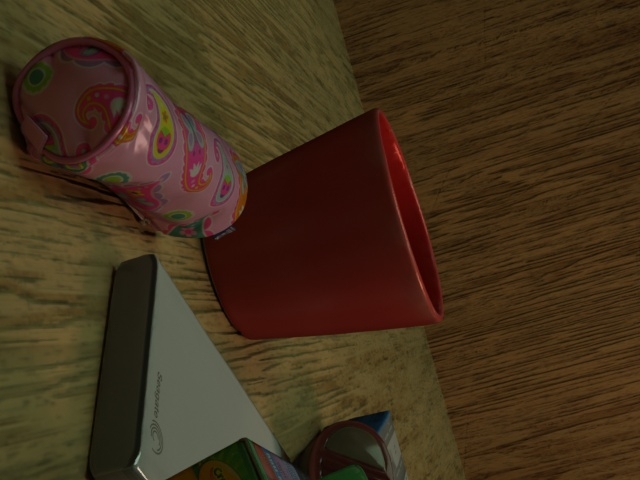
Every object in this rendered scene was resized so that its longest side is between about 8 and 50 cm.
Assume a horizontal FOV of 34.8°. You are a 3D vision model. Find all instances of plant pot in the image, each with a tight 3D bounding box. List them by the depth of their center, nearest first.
[{"bbox_3d":[0.000,0.000,1.270,0.275,0.243,0.274,-17,90,-78],"label":"plant pot"}]

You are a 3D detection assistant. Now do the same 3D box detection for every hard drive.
[{"bbox_3d":[-0.104,0.212,0.971,0.233,0.047,0.353,-94,163,-46],"label":"hard drive"}]

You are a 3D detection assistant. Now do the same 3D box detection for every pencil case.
[{"bbox_3d":[-0.162,-0.081,0.940,0.284,0.124,0.124,43,32,-70],"label":"pencil case"}]

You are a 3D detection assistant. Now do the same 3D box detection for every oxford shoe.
[{"bbox_3d":[0.014,0.382,1.122,0.130,0.123,0.348,136,-34,-58],"label":"oxford shoe"}]

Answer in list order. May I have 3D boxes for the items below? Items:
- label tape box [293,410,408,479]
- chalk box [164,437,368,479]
[{"bbox_3d":[0.077,0.429,1.370,0.249,0.115,0.347,-16,88,-79],"label":"label tape box"},{"bbox_3d":[-0.055,0.229,0.699,0.132,0.213,0.132,62,6,29],"label":"chalk box"}]
